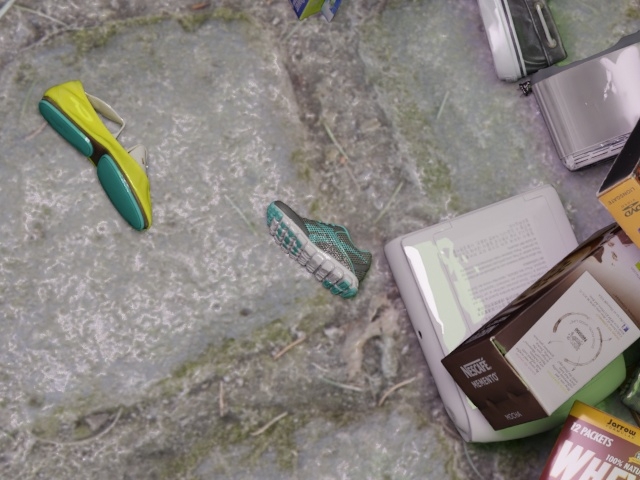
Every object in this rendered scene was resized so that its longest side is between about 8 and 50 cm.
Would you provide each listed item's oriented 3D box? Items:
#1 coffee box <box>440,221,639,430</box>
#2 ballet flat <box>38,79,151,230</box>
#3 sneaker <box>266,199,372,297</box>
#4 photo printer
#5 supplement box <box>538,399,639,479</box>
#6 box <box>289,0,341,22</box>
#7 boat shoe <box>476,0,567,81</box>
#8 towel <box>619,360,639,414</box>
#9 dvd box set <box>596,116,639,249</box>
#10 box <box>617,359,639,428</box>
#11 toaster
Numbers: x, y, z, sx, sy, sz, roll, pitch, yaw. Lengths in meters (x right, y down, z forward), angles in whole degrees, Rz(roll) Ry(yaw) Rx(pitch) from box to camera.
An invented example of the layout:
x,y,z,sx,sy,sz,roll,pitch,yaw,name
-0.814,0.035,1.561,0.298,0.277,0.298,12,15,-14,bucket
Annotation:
x,y,z,sx,sy,sz,roll,pitch,yaw,name
0.315,0.095,1.740,0.297,0.168,0.119,-37,89,-22,coffee box
-0.278,-0.121,1.865,0.077,0.077,0.231,-37,84,-30,ballet flat
0.000,0.000,1.892,0.166,0.065,0.076,44,60,-2,sneaker
0.253,0.105,1.875,0.256,0.107,0.307,-20,83,-13,photo printer
0.338,0.327,1.758,0.129,0.194,0.191,24,77,15,supplement box
-0.036,-0.386,1.928,0.042,0.109,0.178,-29,84,-16,box
0.261,-0.392,1.942,0.119,0.121,0.335,-15,102,7,boat shoe
0.592,0.141,1.897,0.312,0.056,0.324,27,87,-10,towel
0.528,0.017,1.730,0.420,0.062,0.307,50,41,-8,dvd box set
0.519,0.237,1.932,0.164,0.021,0.201,-27,84,-12,box
0.390,-0.186,1.923,0.227,0.129,0.146,-20,84,22,toaster
